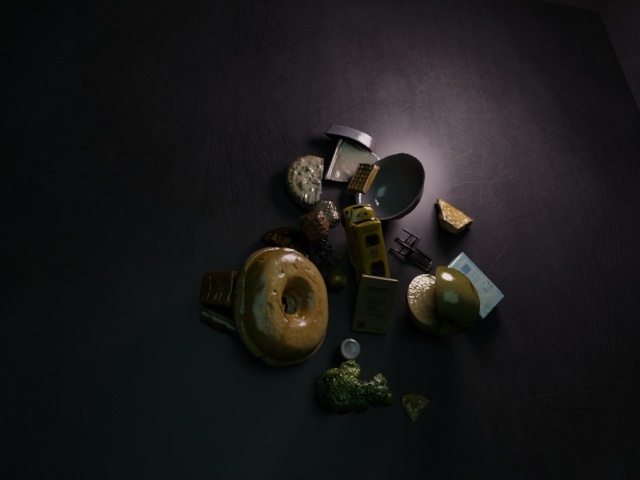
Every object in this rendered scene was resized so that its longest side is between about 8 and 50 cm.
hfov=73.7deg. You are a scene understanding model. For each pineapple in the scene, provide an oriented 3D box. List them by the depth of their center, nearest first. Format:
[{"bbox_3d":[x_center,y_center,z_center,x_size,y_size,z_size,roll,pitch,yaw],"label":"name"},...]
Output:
[{"bbox_3d":[0.001,-0.001,1.776,0.128,0.128,0.248,-28,106,-23],"label":"pineapple"}]

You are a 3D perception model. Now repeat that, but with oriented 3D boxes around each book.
[{"bbox_3d":[0.220,0.262,1.745,0.161,0.026,0.231,9,98,-11],"label":"book"}]

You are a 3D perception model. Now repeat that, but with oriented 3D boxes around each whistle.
[{"bbox_3d":[-0.307,0.348,1.631,0.326,0.057,0.068,28,63,0],"label":"whistle"}]

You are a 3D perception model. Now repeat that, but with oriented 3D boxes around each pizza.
[{"bbox_3d":[0.373,0.659,1.672,0.122,0.026,0.109,11,67,-9],"label":"pizza"},{"bbox_3d":[0.610,-0.107,2.048,0.204,0.081,0.188,41,40,17],"label":"pizza"}]

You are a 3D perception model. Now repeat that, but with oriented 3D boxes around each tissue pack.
[{"bbox_3d":[0.664,0.206,1.910,0.177,0.089,0.263,-38,82,-24],"label":"tissue pack"}]

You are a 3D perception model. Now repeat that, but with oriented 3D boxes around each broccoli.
[{"bbox_3d":[0.144,0.526,1.549,0.301,0.254,0.186,-6,68,-15],"label":"broccoli"}]

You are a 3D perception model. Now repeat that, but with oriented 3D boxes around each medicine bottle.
[{"bbox_3d":[0.099,0.432,1.649,0.080,0.130,0.081,5,64,-11],"label":"medicine bottle"}]

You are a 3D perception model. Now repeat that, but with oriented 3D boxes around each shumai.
[{"bbox_3d":[0.015,-0.102,1.877,0.145,0.116,0.146,-1,77,2],"label":"shumai"}]

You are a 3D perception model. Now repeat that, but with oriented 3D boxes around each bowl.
[{"bbox_3d":[0.344,-0.212,1.950,0.157,0.345,0.346,38,53,-45],"label":"bowl"}]

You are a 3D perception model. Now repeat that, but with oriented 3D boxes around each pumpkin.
[{"bbox_3d":[-0.106,0.000,1.795,0.253,0.130,0.149,37,64,6],"label":"pumpkin"}]

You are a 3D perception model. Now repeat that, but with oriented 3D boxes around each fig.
[{"bbox_3d":[0.070,0.146,1.818,0.093,0.094,0.166,13,25,-8],"label":"fig"}]

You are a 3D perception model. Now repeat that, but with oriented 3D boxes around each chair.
[{"bbox_3d":[0.432,0.047,1.916,0.212,0.101,0.084,32,63,3],"label":"chair"}]

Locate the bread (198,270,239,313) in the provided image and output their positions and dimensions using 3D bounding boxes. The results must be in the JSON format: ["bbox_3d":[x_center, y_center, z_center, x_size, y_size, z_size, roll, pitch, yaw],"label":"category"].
[{"bbox_3d":[-0.356,0.193,1.615,0.143,0.158,0.149,-5,63,25],"label":"bread"}]

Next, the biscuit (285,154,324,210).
[{"bbox_3d":[-0.071,-0.269,1.946,0.178,0.084,0.282,9,65,-10],"label":"biscuit"}]

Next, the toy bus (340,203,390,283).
[{"bbox_3d":[0.194,0.012,1.801,0.145,0.151,0.332,-13,96,-16],"label":"toy bus"}]

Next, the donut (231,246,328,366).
[{"bbox_3d":[-0.136,0.239,1.581,0.448,0.198,0.450,16,65,-39],"label":"donut"}]

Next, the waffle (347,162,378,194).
[{"bbox_3d":[0.196,-0.287,1.971,0.102,0.042,0.148,17,75,42],"label":"waffle"}]

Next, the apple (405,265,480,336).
[{"bbox_3d":[0.495,0.247,1.743,0.291,0.292,0.254,19,46,-4],"label":"apple"}]

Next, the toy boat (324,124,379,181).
[{"bbox_3d":[0.149,-0.409,2.062,0.275,0.111,0.294,4,79,-13],"label":"toy boat"}]
